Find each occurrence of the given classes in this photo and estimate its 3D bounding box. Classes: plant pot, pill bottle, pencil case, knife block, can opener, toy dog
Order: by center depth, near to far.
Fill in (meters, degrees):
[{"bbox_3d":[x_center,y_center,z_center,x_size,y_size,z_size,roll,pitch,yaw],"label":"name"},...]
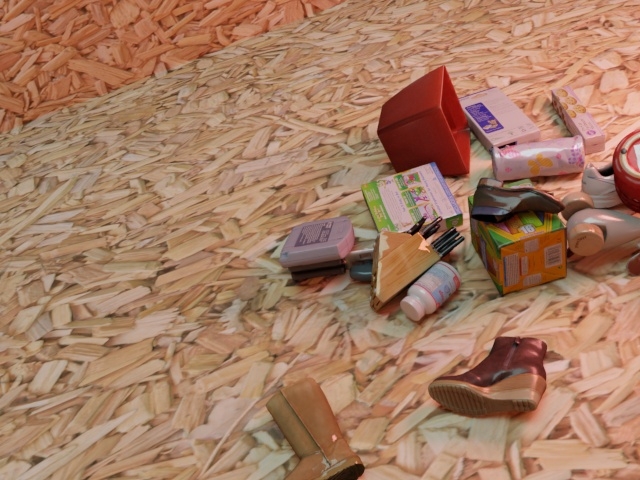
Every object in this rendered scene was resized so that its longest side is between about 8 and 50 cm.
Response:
[{"bbox_3d":[0.827,-0.177,1.599,0.191,0.174,0.191,-11,65,25],"label":"plant pot"},{"bbox_3d":[0.753,0.004,1.623,0.334,0.161,0.220,24,50,21],"label":"toy dog"},{"bbox_3d":[0.282,0.133,1.661,0.160,0.087,0.087,-39,44,-24],"label":"pill bottle"},{"bbox_3d":[0.263,0.063,1.735,0.242,0.088,0.275,8,66,-3],"label":"knife block"},{"bbox_3d":[0.044,0.073,1.827,0.281,0.074,0.093,-6,41,15],"label":"can opener"},{"bbox_3d":[0.652,-0.246,1.943,0.273,0.113,0.124,-5,21,15],"label":"pencil case"},{"bbox_3d":[0.332,-0.362,2.102,0.236,0.267,0.267,-14,38,26],"label":"plant pot"}]

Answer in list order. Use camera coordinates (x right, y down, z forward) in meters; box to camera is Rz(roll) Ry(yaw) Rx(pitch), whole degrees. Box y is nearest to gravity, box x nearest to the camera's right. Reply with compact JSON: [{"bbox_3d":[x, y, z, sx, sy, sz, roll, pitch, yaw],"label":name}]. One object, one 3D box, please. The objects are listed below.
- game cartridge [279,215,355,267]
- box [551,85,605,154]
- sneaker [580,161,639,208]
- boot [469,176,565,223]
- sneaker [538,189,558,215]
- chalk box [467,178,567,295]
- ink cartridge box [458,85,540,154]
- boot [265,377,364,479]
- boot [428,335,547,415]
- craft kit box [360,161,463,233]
[{"bbox_3d":[0.000,0.000,1.870,0.196,0.060,0.294,-13,16,11],"label":"game cartridge"},{"bbox_3d":[0.828,-0.395,2.087,0.067,0.063,0.324,-13,40,8],"label":"box"},{"bbox_3d":[0.861,-0.166,1.758,0.297,0.129,0.111,-7,33,10],"label":"sneaker"},{"bbox_3d":[0.476,-0.076,1.582,0.219,0.082,0.106,19,73,30],"label":"boot"},{"bbox_3d":[0.635,-0.083,1.797,0.071,0.066,0.188,-9,41,9],"label":"sneaker"},{"bbox_3d":[0.500,-0.032,1.701,0.179,0.180,0.289,-17,38,1],"label":"chalk box"},{"bbox_3d":[0.594,-0.406,2.187,0.166,0.065,0.332,-18,41,0],"label":"ink cartridge box"},{"bbox_3d":[-0.058,0.452,1.426,0.236,0.089,0.269,-19,38,-19],"label":"boot"},{"bbox_3d":[0.383,0.297,1.461,0.249,0.090,0.207,0,31,22],"label":"boot"},{"bbox_3d":[0.271,-0.110,1.952,0.247,0.061,0.249,-15,46,-1],"label":"craft kit box"}]
